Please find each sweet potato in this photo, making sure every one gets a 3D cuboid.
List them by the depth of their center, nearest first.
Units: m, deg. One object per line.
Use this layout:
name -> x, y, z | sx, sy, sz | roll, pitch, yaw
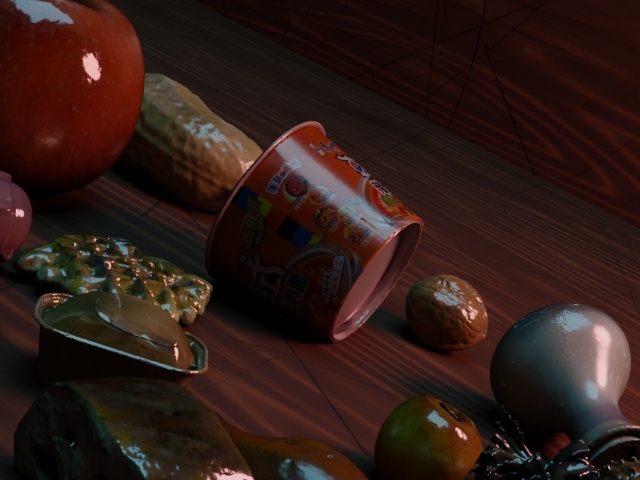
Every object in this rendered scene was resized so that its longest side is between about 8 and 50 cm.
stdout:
sweet potato -> -0.016, 0.226, 1.127 | 0.359, 0.112, 0.112 | 29, 16, 14

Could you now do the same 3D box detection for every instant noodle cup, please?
instant noodle cup -> 0.000, 0.000, 1.704 | 0.192, 0.250, 0.250 | 36, 19, 16

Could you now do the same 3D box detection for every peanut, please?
peanut -> -0.219, -0.148, 2.047 | 0.340, 0.158, 0.174 | 38, -8, 34

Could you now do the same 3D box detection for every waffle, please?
waffle -> -0.234, 0.044, 1.542 | 0.204, 0.054, 0.223 | 26, 15, 13

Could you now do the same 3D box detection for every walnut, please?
walnut -> 0.176, 0.103, 1.832 | 0.124, 0.105, 0.105 | 29, 16, 9

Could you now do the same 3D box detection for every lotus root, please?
lotus root -> -0.142, 0.193, 1.047 | 0.119, 0.138, 0.235 | -6, 36, -41

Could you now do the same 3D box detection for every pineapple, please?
pineapple -> 0.284, 0.270, 1.409 | 0.251, 0.125, 0.125 | 20, 14, 10

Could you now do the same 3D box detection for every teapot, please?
teapot -> 0.317, 0.200, 1.589 | 0.183, 0.184, 0.251 | 15, 28, -23

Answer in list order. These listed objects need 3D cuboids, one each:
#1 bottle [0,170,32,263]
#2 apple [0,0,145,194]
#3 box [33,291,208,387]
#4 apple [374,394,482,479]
bottle -> -0.438, -0.039, 1.422 | 0.253, 0.120, 0.120 | 9, 20, -39
apple -> -0.406, -0.220, 1.780 | 0.348, 0.277, 0.348 | 20, 16, -6
box -> -0.200, 0.104, 1.292 | 0.177, 0.111, 0.111 | 19, 15, -10
apple -> 0.107, 0.214, 1.358 | 0.099, 0.102, 0.114 | 36, 8, 2
